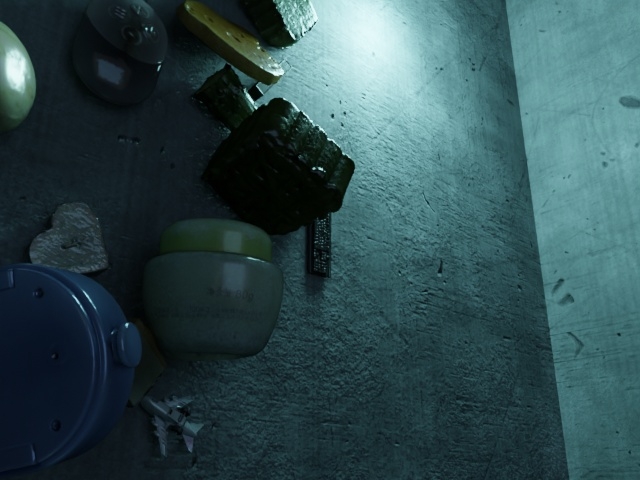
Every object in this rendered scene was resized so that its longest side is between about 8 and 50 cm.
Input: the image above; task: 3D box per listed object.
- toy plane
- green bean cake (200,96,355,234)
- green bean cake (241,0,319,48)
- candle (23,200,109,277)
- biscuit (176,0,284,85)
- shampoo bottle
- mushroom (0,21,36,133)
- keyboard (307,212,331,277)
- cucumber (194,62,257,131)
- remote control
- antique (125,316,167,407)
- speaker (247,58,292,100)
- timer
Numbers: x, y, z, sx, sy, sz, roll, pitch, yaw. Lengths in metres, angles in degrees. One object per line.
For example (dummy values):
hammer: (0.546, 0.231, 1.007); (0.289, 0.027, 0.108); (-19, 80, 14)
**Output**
toy plane: (-0.343, 0.404, 1.466); (0.171, 0.065, 0.162); (50, 35, -23)
green bean cake: (-0.111, -0.175, 1.719); (0.319, 0.335, 0.218); (39, 50, -20)
green bean cake: (-0.127, -0.745, 2.081); (0.227, 0.125, 0.222); (53, 44, -17)
candle: (-0.546, 0.018, 1.420); (0.168, 0.068, 0.192); (41, 52, -20)
biscuit: (-0.258, -0.575, 1.872); (0.344, 0.057, 0.287); (36, 24, -11)
shampoo bottle: (-0.246, 0.121, 1.482); (0.322, 0.322, 0.317); (13, 70, -40)
mushroom: (-0.716, -0.343, 1.325); (0.246, 0.202, 0.246); (-4, 90, -87)
keyboard: (0.000, 0.000, 1.976); (0.094, 0.025, 0.230); (16, 63, -36)
cucumber: (-0.239, -0.369, 1.835); (0.244, 0.134, 0.134); (53, 45, -26)
remote control: (-0.505, -0.492, 1.637); (0.221, 0.103, 0.332); (26, 59, -31)
antique: (-0.430, 0.247, 1.355); (0.148, 0.147, 0.152); (-56, 136, -44)
speaker: (-0.155, -0.505, 2.013); (0.040, 0.046, 0.191); (51, 47, -17)
timer: (-0.508, 0.226, 1.178); (0.173, 0.395, 0.395); (44, 34, -76)
